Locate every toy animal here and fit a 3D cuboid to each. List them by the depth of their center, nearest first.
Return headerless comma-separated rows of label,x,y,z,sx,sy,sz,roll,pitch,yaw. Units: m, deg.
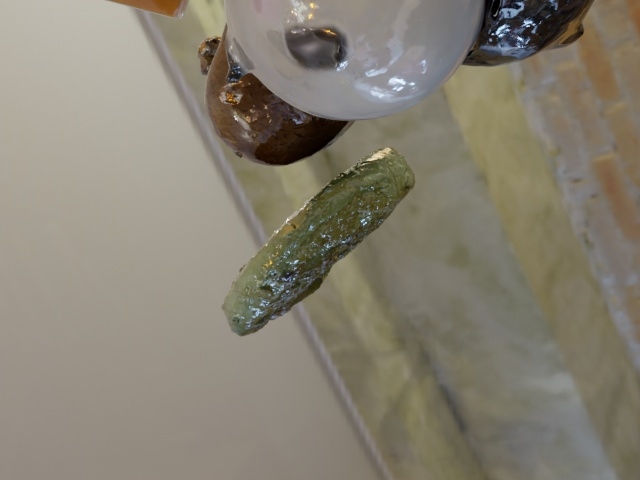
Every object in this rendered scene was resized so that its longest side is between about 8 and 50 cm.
toy animal,0.052,-0.171,0.827,0.235,0.187,0.165,-22,-78,-23

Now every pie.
pie,0.000,0.000,1.431,0.078,0.277,0.277,48,-145,1

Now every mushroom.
mushroom,-0.020,-0.190,1.362,0.194,0.138,0.231,13,-95,-25

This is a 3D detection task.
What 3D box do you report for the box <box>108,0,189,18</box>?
box,-0.197,-0.255,0.791,0.273,0.091,0.221,15,-142,-13
